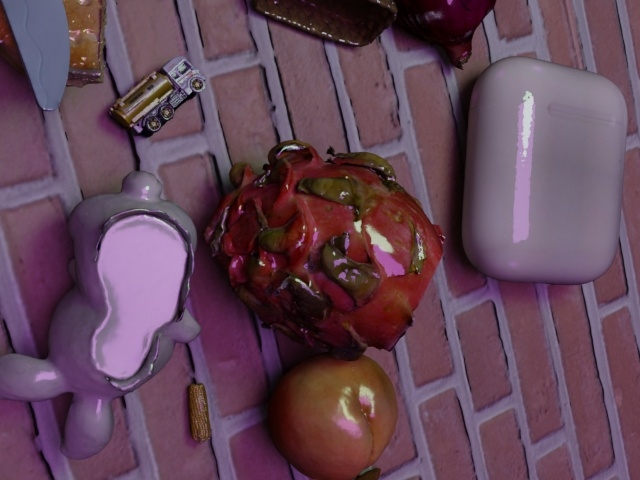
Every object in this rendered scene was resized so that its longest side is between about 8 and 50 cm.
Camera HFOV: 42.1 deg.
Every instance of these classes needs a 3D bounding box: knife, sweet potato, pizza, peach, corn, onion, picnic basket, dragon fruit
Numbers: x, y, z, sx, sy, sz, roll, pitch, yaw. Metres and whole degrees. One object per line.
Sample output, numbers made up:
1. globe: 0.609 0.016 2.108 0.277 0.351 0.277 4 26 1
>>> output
1. knife: -0.340 -0.294 0.927 0.080 0.044 0.331 -22 82 -32
2. sweet potato: 0.058 0.366 1.222 0.095 0.034 0.034 -45 111 -31
3. pizza: -0.343 -0.256 0.970 0.204 0.080 0.188 -2 69 -19
4. peach: 0.019 0.233 1.118 0.184 0.184 0.184 -1 91 -29
5. corn: -0.159 0.230 1.101 0.028 0.027 0.083 -5 91 -37
6. onion: 0.200 -0.351 1.230 0.173 0.135 0.198 -36 109 -21
7. picnic basket: 0.007 -0.334 1.143 0.193 0.110 0.054 15 62 -28
8. dragon fruit: 0.000 0.000 1.074 0.291 0.250 0.269 29 57 0

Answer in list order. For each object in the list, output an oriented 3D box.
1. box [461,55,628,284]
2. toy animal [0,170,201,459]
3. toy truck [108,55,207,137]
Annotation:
1. box: 0.357 -0.105 1.319 0.289 0.141 0.349 4 89 -28
2. toy animal: -0.253 0.086 0.978 0.208 0.154 0.325 40 77 -17
3. toy truck: -0.206 -0.182 1.055 0.063 0.052 0.123 48 71 -15
